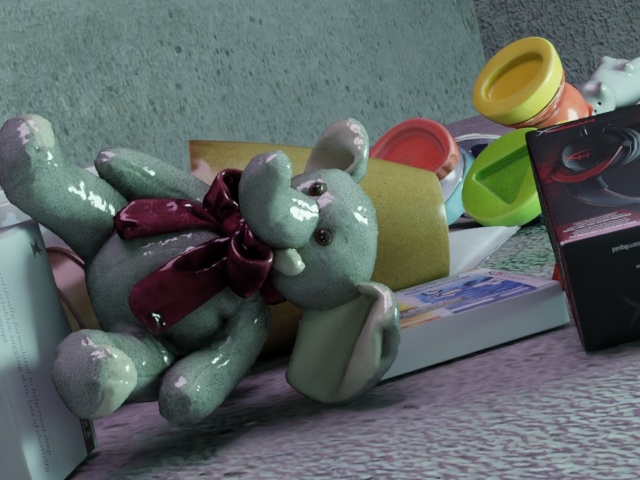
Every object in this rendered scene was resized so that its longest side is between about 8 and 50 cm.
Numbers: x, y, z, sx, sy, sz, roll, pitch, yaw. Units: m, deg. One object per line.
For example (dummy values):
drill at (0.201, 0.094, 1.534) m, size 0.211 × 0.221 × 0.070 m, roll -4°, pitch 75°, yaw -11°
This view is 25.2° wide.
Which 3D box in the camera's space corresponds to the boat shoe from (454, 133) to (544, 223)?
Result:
boat shoe at (0.225, -0.082, 1.983) m, size 0.158 × 0.127 × 0.340 m, roll -13°, pitch 7°, yaw -43°

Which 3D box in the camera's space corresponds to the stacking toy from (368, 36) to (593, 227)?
stacking toy at (0.206, -0.068, 1.774) m, size 0.309 × 0.130 × 0.279 m, roll -32°, pitch 38°, yaw 25°

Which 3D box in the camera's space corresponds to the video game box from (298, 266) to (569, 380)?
video game box at (0.102, 0.076, 1.352) m, size 0.205 × 0.048 × 0.187 m, roll -15°, pitch 5°, yaw -16°

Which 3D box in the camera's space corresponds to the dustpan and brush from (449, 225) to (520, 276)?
dustpan and brush at (0.112, 0.039, 1.626) m, size 0.211 × 0.060 × 0.147 m, roll 1°, pitch 27°, yaw 39°

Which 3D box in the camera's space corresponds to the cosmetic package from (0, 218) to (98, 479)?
cosmetic package at (-0.405, 0.132, 1.209) m, size 0.385 × 0.217 × 0.156 m, roll -14°, pitch 8°, yaw 14°

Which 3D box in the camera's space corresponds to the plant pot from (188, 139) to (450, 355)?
plant pot at (0.000, 0.000, 1.489) m, size 0.254 × 0.237 × 0.237 m, roll -6°, pitch 7°, yaw -3°

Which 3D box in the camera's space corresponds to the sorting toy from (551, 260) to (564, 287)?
sorting toy at (0.365, -0.055, 1.559) m, size 0.127 × 0.126 × 0.365 m, roll -7°, pitch 11°, yaw 44°

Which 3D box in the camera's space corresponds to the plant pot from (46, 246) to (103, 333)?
plant pot at (-0.299, 0.112, 1.408) m, size 0.165 × 0.167 × 0.167 m, roll -28°, pitch 15°, yaw -38°

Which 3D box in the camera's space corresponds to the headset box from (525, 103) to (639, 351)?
headset box at (0.309, -0.024, 1.252) m, size 0.218 × 0.110 × 0.293 m, roll -14°, pitch 23°, yaw 8°

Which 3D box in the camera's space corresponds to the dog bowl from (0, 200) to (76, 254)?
dog bowl at (-0.426, 0.041, 1.940) m, size 0.348 × 0.102 × 0.349 m, roll -19°, pitch -12°, yaw -4°

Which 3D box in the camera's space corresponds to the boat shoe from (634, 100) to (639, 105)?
boat shoe at (0.602, -0.157, 1.956) m, size 0.367 × 0.136 × 0.156 m, roll -2°, pitch 12°, yaw 9°

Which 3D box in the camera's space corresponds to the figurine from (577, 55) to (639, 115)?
figurine at (0.389, -0.157, 2.061) m, size 0.092 × 0.215 × 0.209 m, roll 28°, pitch 28°, yaw 15°

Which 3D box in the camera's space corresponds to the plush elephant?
plush elephant at (-0.067, 0.012, 1.208) m, size 0.255 × 0.272 × 0.330 m, roll -30°, pitch -33°, yaw 18°

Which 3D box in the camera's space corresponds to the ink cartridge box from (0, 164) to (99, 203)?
ink cartridge box at (-0.378, 0.001, 2.167) m, size 0.283 × 0.207 × 0.117 m, roll -15°, pitch 5°, yaw -9°
